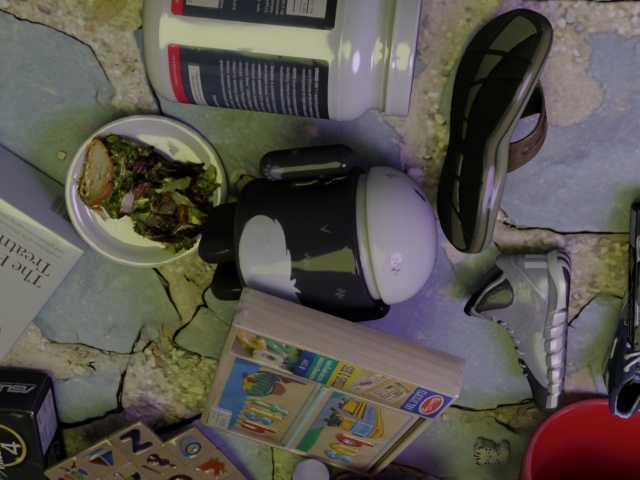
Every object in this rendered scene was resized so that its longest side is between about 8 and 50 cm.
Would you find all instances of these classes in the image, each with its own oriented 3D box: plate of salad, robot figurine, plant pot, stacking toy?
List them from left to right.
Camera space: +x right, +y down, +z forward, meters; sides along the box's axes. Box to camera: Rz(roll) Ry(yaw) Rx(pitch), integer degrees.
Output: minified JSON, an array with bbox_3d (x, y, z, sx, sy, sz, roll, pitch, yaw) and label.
[{"bbox_3d":[-0.213,-0.055,1.313,0.199,0.048,0.200,-3,110,-9],"label":"plate of salad"},{"bbox_3d":[0.001,0.000,1.275,0.278,0.174,0.209,-6,164,13],"label":"robot figurine"},{"bbox_3d":[0.236,0.412,1.510,0.052,0.167,0.221,4,125,7],"label":"stacking toy"},{"bbox_3d":[0.372,0.389,1.433,0.274,0.275,0.243,12,135,1],"label":"plant pot"}]

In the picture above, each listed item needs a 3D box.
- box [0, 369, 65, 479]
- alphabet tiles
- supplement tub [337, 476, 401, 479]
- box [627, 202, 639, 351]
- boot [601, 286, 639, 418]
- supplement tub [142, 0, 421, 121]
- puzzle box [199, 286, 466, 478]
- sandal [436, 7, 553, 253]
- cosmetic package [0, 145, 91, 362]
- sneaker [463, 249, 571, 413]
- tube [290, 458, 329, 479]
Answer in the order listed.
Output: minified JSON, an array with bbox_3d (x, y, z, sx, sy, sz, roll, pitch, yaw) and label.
[{"bbox_3d":[-0.552,0.364,1.646,0.318,0.097,0.395,5,126,6],"label":"box"},{"bbox_3d":[-0.244,0.409,1.624,0.285,0.011,0.343,-29,124,11],"label":"alphabet tiles"},{"bbox_3d":[0.085,0.516,1.503,0.207,0.207,0.338,5,86,6],"label":"supplement tub"},{"bbox_3d":[0.480,0.043,1.261,0.220,0.051,0.175,-1,102,8],"label":"box"},{"bbox_3d":[0.406,0.134,1.346,0.069,0.086,0.190,9,124,3],"label":"boot"},{"bbox_3d":[-0.034,-0.226,1.112,0.272,0.191,0.191,7,124,5],"label":"supplement tub"},{"bbox_3d":[-0.003,0.199,1.367,0.272,0.052,0.409,18,152,-3],"label":"puzzle box"},{"bbox_3d":[0.204,-0.123,1.209,0.086,0.120,0.303,-6,129,-21],"label":"sandal"},{"bbox_3d":[-0.516,-0.024,1.385,0.377,0.097,0.284,34,124,-14],"label":"cosmetic package"},{"bbox_3d":[0.250,0.113,1.369,0.132,0.086,0.229,3,114,13],"label":"sneaker"},{"bbox_3d":[-0.021,0.387,1.588,0.080,0.052,0.207,15,147,6],"label":"tube"}]
